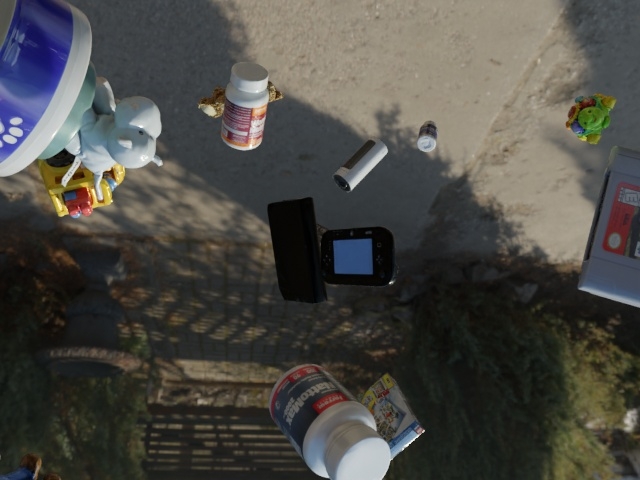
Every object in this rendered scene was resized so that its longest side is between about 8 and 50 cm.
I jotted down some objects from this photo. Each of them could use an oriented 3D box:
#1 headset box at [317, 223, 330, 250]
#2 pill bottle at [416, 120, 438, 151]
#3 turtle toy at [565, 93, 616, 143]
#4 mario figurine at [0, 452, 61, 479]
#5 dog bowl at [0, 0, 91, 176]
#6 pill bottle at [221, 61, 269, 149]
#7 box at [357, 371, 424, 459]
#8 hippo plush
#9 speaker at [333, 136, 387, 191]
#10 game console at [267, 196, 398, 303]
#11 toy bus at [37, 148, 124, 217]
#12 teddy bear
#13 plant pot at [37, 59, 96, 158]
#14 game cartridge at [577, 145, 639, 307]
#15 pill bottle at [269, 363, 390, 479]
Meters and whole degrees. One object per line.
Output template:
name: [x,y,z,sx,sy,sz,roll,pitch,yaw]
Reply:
headset box: [0.000,0.000,1.419,0.083,0.062,0.032,28,159,28]
pill bottle: [0.377,-0.371,2.058,0.067,0.120,0.067,9,133,10]
turtle toy: [0.518,-0.239,1.132,0.066,0.130,0.095,15,109,0]
mario figurine: [-0.754,0.580,1.350,0.198,0.170,0.320,-7,177,21]
dog bowl: [-0.436,-0.227,0.797,0.264,0.265,0.104,-20,152,31]
pill bottle: [-0.209,-0.374,1.638,0.121,0.121,0.221,6,135,-11]
box: [0.162,0.467,1.535,0.159,0.233,0.044,-43,110,4]
hippo plush: [-0.525,-0.264,1.435,0.236,0.294,0.234,9,171,35]
speaker: [0.091,-0.173,1.336,0.055,0.136,0.055,39,162,16]
game console: [0.015,0.017,1.124,0.044,0.213,0.361,-12,-174,-36]
toy bus: [-0.636,-0.152,1.600,0.220,0.211,0.149,-16,144,-19]
teddy bear: [-0.279,-0.518,2.070,0.338,0.113,0.245,-26,-160,-32]
plant pot: [-0.671,-0.344,1.186,0.341,0.341,0.334,-19,152,30]
game cartridge: [0.622,-0.020,1.111,0.196,0.294,0.060,17,171,6]
pill bottle: [0.012,0.252,0.792,0.108,0.108,0.180,20,-176,-32]
